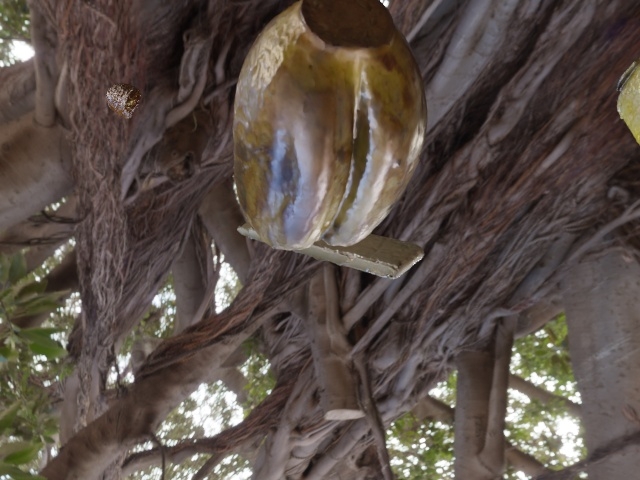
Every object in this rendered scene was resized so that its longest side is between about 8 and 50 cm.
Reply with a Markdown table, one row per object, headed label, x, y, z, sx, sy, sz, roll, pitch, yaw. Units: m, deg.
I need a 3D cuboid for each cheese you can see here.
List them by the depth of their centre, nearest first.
| label | x | y | z | sx | sy | sz | roll | pitch | yaw |
| --- | --- | --- | --- | --- | --- | --- | --- | --- | --- |
| cheese | -0.001 | -0.002 | 0.982 | 0.401 | 0.034 | 0.085 | 15 | -144 | 44 |

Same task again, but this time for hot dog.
| label | x | y | z | sx | sy | sz | roll | pitch | yaw |
| --- | --- | --- | --- | --- | --- | --- | --- | --- | --- |
| hot dog | -0.347 | -0.249 | 0.973 | 0.083 | 0.058 | 0.035 | 31 | -171 | 39 |

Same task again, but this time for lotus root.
| label | x | y | z | sx | sy | sz | roll | pitch | yaw |
| --- | --- | --- | --- | --- | --- | --- | --- | --- | --- |
| lotus root | 0.012 | -0.105 | 0.557 | 0.193 | 0.290 | 0.193 | 4 | -132 | -4 |

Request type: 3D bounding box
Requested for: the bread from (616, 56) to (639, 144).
| label | x | y | z | sx | sy | sz | roll | pitch | yaw |
| --- | --- | --- | --- | --- | --- | --- | --- | --- | --- |
| bread | 0.588 | -0.213 | 0.885 | 0.197 | 0.197 | 0.170 | -5 | -127 | -25 |
